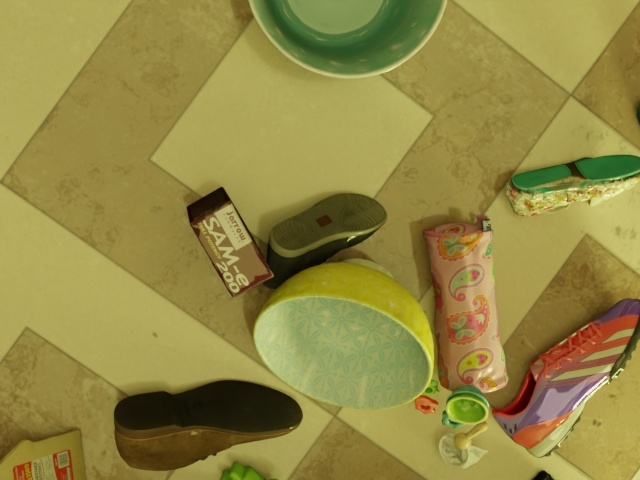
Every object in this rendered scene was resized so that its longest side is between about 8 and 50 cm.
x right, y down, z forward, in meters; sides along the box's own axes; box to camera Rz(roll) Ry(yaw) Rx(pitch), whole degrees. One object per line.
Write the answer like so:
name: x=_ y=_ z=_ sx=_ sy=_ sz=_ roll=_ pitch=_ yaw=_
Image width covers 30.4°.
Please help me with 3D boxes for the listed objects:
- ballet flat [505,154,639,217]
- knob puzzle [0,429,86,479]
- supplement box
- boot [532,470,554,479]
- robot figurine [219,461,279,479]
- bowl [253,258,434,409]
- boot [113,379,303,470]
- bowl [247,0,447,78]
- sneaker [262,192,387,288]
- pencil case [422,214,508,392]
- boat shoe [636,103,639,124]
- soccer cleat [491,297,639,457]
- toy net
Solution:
ballet flat: x=0.423 y=-0.089 z=1.957 sx=0.241 sy=0.091 sz=0.077 roll=-9 pitch=128 yaw=-3
knob puzzle: x=-0.462 y=0.407 z=1.868 sx=0.213 sy=0.030 sz=0.213 roll=-3 pitch=95 yaw=-44
supplement box: x=-0.142 y=-0.002 z=1.796 sx=0.073 sy=0.239 sz=0.130 roll=-30 pitch=100 yaw=-3
boot: x=0.388 y=0.465 z=2.029 sx=0.099 sy=0.045 sz=0.121 roll=41 pitch=89 yaw=-14
robot figurine: x=-0.113 y=0.419 z=1.938 sx=0.101 sy=0.067 sz=0.115 roll=-41 pitch=101 yaw=16
bowl: x=0.050 y=0.123 z=1.866 sx=0.289 sy=0.289 sz=0.156 roll=26 pitch=49 yaw=-10
boot: x=-0.182 y=0.306 z=1.917 sx=0.305 sy=0.112 sz=0.115 roll=-2 pitch=127 yaw=-12
bowl: x=0.030 y=-0.405 z=1.811 sx=0.311 sy=0.163 sz=0.312 roll=-1 pitch=98 yaw=-8
sneaker: x=0.000 y=0.000 z=1.908 sx=0.222 sy=0.118 sz=0.083 roll=-18 pitch=61 yaw=-29
pencil case: x=0.240 y=0.105 z=1.926 sx=0.124 sy=0.124 sz=0.284 roll=-7 pitch=97 yaw=-7
boat shoe: x=0.622 y=-0.131 z=1.959 sx=0.089 sy=0.109 sz=0.258 roll=-27 pitch=102 yaw=-8
soccer cleat: x=0.420 y=0.212 z=1.973 sx=0.116 sy=0.108 sz=0.318 roll=37 pitch=93 yaw=-7
toy net: x=0.215 y=0.312 z=1.927 sx=0.122 sy=0.045 sz=0.232 roll=3 pitch=134 yaw=11
